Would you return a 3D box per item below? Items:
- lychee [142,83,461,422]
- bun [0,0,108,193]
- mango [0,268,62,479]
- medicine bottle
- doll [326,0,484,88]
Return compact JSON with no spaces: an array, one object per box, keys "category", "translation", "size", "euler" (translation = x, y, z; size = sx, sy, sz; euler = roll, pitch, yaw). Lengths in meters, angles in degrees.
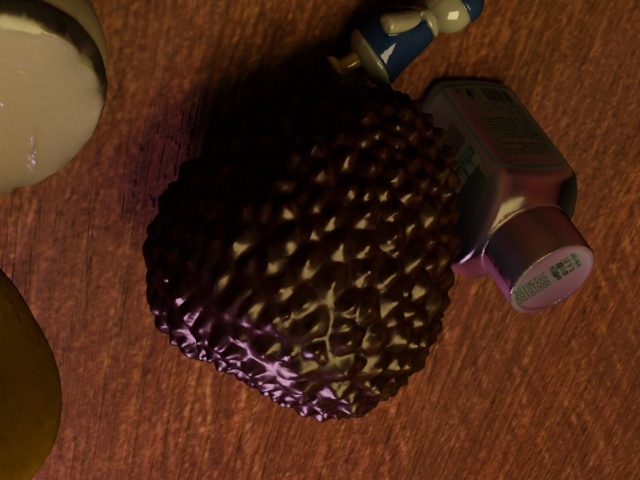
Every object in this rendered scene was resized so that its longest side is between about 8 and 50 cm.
[{"category":"lychee","translation":[0.000,0.000,1.279],"size":[0.271,0.271,0.271],"euler":[-20,144,-16]},{"category":"bun","translation":[-0.225,-0.121,1.054],"size":[0.173,0.120,0.173],"euler":[-14,140,-12]},{"category":"mango","translation":[-0.319,0.090,1.134],"size":[0.182,0.253,0.365],"euler":[-1,160,42]},{"category":"medicine bottle","translation":[0.146,-0.033,1.378],"size":[0.094,0.188,0.119],"euler":[-1,135,-36]},{"category":"doll","translation":[0.071,-0.164,1.279],"size":[0.143,0.057,0.099],"euler":[-33,166,1]}]
